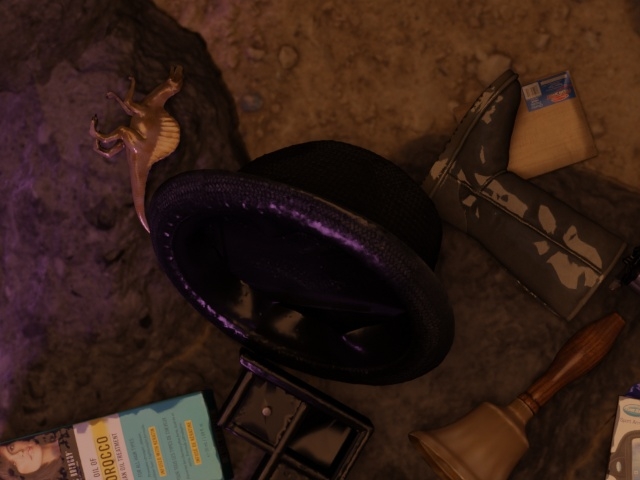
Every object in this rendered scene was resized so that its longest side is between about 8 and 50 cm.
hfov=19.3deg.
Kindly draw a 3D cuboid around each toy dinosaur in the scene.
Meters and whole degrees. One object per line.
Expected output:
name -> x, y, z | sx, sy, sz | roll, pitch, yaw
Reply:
toy dinosaur -> -0.196, -0.105, 1.989 | 0.093, 0.053, 0.183 | 14, 89, 7

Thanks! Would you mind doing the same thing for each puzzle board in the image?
puzzle board -> 0.213, -0.113, 1.957 | 0.128, 0.011, 0.096 | -19, 84, 6

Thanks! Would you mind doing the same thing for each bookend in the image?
bookend -> -0.051, 0.216, 1.927 | 0.157, 0.072, 0.156 | 31, 91, -4

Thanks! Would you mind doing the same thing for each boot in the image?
boot -> 0.220, -0.046, 1.911 | 0.208, 0.076, 0.189 | 34, 109, 10

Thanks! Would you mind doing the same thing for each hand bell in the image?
hand bell -> 0.217, 0.158, 1.908 | 0.242, 0.126, 0.126 | -43, 82, -8

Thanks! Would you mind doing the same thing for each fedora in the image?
fedora -> 0.000, 0.000, 1.889 | 0.334, 0.334, 0.152 | 26, 56, 8

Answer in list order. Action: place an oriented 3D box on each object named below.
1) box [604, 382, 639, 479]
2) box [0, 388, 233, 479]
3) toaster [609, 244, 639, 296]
box -> 0.335, 0.215, 1.915 | 0.081, 0.028, 0.136 | 9, 90, 8
box -> -0.222, 0.233, 1.970 | 0.244, 0.060, 0.100 | -15, 85, 6
toaster -> 0.377, 0.008, 1.849 | 0.110, 0.168, 0.185 | 40, 92, 7
